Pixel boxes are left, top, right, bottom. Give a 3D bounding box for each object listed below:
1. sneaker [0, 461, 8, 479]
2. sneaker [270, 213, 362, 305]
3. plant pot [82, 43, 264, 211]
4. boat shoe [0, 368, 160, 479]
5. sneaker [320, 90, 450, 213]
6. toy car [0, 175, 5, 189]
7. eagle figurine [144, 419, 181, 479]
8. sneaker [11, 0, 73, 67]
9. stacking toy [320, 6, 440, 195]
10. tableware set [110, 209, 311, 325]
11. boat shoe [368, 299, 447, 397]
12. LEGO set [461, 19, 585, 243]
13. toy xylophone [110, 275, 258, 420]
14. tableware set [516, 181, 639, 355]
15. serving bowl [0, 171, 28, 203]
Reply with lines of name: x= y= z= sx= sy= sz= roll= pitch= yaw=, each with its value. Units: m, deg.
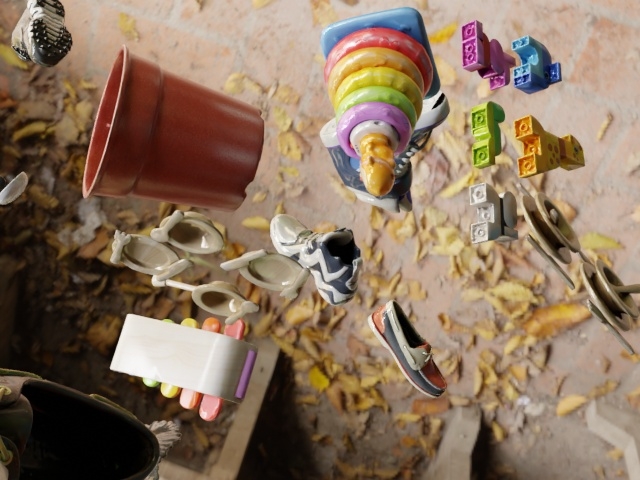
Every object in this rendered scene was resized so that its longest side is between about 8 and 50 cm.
sneaker: x=-0.290 y=0.156 z=0.352 sx=0.321 sy=0.126 sz=0.127 roll=-39 pitch=111 yaw=6
sneaker: x=0.000 y=0.000 z=1.656 sx=0.235 sy=0.094 sz=0.153 roll=53 pitch=142 yaw=25
plant pot: x=-0.256 y=-0.176 z=1.508 sx=0.265 sy=0.272 sz=0.272 roll=14 pitch=123 yaw=-21
boat shoe: x=-0.185 y=0.108 z=0.479 sx=0.068 sy=0.081 sz=0.228 roll=-22 pitch=151 yaw=22
sneaker: x=0.169 y=-0.168 z=1.730 sx=0.322 sy=0.130 sz=0.236 roll=-9 pitch=125 yaw=43
toy car: x=-0.586 y=-0.053 z=1.318 sx=0.188 sy=0.149 sz=0.155 roll=-42 pitch=144 yaw=-7
eagle figurine: x=-0.315 y=0.337 z=1.134 sx=0.225 sy=0.298 sz=0.226 roll=-23 pitch=137 yaw=14
sneaker: x=-0.484 y=-0.340 z=1.461 sx=0.078 sy=0.234 sz=0.106 roll=23 pitch=117 yaw=-33
stacking toy: x=0.081 y=-0.174 z=1.209 sx=0.165 sy=0.302 sz=0.175 roll=-10 pitch=138 yaw=16
tableware set: x=-0.101 y=0.024 z=0.757 sx=0.168 sy=0.020 sz=0.141 roll=30 pitch=143 yaw=-24
boat shoe: x=0.117 y=0.137 z=1.066 sx=0.043 sy=0.049 sz=0.137 roll=-40 pitch=86 yaw=29
LEGO set: x=0.203 y=-0.106 z=0.826 sx=0.093 sy=0.227 sz=0.087 roll=14 pitch=160 yaw=-41
toy xylophone: x=-0.271 y=0.201 z=1.671 sx=0.322 sy=0.236 sz=0.081 roll=18 pitch=169 yaw=27
tableware set: x=0.283 y=0.018 z=0.901 sx=0.039 sy=0.128 sz=0.194 roll=-37 pitch=110 yaw=25
serving bowl: x=-0.635 y=-0.104 z=1.758 sx=0.027 sy=0.083 sz=0.083 roll=43 pitch=118 yaw=-13
